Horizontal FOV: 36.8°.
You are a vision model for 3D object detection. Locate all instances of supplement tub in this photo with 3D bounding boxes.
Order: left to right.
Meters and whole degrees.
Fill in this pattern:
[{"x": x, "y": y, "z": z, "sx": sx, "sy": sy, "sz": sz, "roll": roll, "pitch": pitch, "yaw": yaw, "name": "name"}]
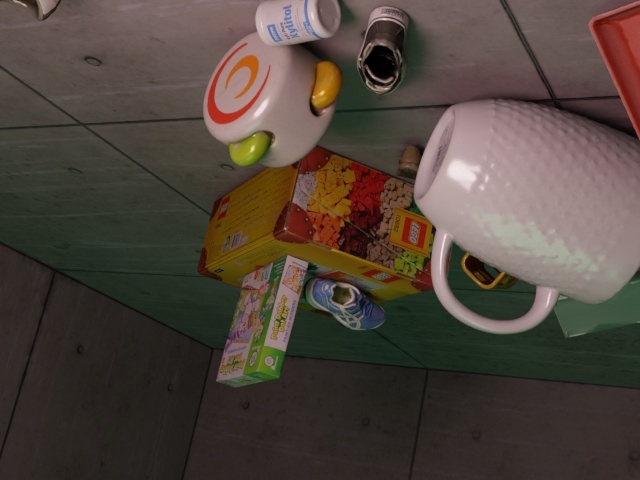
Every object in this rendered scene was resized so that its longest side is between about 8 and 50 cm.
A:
[{"x": -0.031, "y": -0.316, "z": 1.366, "sx": 0.107, "sy": 0.071, "sz": 0.071, "roll": -3, "pitch": 157, "yaw": 37, "name": "supplement tub"}]

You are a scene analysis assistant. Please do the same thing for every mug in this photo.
[{"x": 0.313, "y": -0.035, "z": 1.521, "sx": 0.327, "sy": 0.374, "sz": 0.276, "roll": 20, "pitch": 178, "yaw": -7, "name": "mug"}]

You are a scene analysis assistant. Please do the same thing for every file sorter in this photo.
[{"x": 0.554, "y": 0.061, "z": 1.922, "sx": 0.192, "sy": 0.173, "sz": 0.278, "roll": -14, "pitch": 155, "yaw": 15, "name": "file sorter"}]

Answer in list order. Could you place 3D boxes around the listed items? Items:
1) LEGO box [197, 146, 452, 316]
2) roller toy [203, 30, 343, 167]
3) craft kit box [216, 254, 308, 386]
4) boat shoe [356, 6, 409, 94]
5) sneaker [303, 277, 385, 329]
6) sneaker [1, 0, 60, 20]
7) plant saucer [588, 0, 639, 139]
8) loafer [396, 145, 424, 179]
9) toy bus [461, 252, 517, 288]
[{"x": 0.000, "y": 0.000, "z": 2.106, "sx": 0.372, "sy": 0.193, "sz": 0.500, "roll": 20, "pitch": 160, "yaw": -23, "name": "LEGO box"}, {"x": -0.072, "y": -0.219, "z": 1.499, "sx": 0.146, "sy": 0.209, "sz": 0.191, "roll": 28, "pitch": -164, "yaw": -40, "name": "roller toy"}, {"x": -0.124, "y": 0.173, "z": 1.997, "sx": 0.060, "sy": 0.247, "sz": 0.250, "roll": 18, "pitch": 160, "yaw": -21, "name": "craft kit box"}, {"x": 0.089, "y": -0.265, "z": 1.445, "sx": 0.077, "sy": 0.070, "sz": 0.219, "roll": 10, "pitch": 162, "yaw": 5, "name": "boat shoe"}, {"x": 0.063, "y": 0.139, "z": 2.038, "sx": 0.211, "sy": 0.080, "sz": 0.081, "roll": 23, "pitch": 162, "yaw": -34, "name": "sneaker"}, {"x": -0.487, "y": -0.400, "z": 1.348, "sx": 0.271, "sy": 0.108, "sz": 0.100, "roll": 20, "pitch": 162, "yaw": -21, "name": "sneaker"}, {"x": 0.502, "y": -0.208, "z": 1.207, "sx": 0.259, "sy": 0.047, "sz": 0.259, "roll": -12, "pitch": 112, "yaw": 50, "name": "plant saucer"}, {"x": 0.173, "y": -0.144, "z": 1.800, "sx": 0.056, "sy": 0.050, "sz": 0.148, "roll": 15, "pitch": 178, "yaw": 2, "name": "loafer"}, {"x": 0.368, "y": 0.049, "z": 1.975, "sx": 0.202, "sy": 0.104, "sz": 0.191, "roll": 33, "pitch": -162, "yaw": -19, "name": "toy bus"}]
